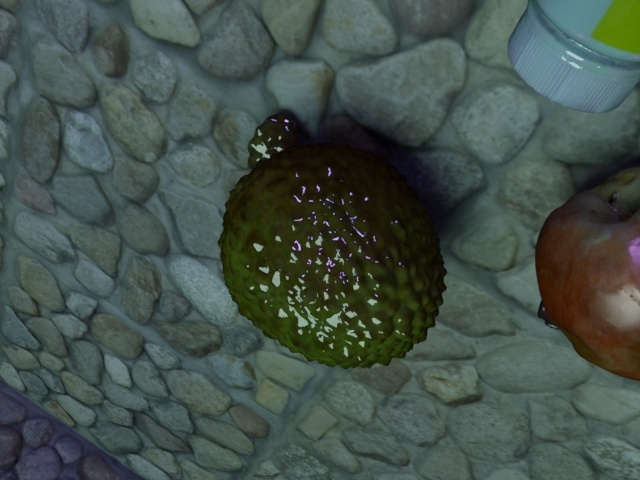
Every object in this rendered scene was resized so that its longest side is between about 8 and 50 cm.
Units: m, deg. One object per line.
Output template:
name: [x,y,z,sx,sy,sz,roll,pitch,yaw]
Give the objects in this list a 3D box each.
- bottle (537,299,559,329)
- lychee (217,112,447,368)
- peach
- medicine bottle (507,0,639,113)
bottle: [0.350,0.097,0.933,0.164,0.060,0.060,15,135,23]
lychee: [0.006,0.007,0.920,0.319,0.270,0.270,23,139,32]
peach: [0.342,0.045,0.787,0.214,0.214,0.235,-13,127,40]
medicine bottle: [0.258,-0.228,0.628,0.139,0.139,0.225,30,138,5]
